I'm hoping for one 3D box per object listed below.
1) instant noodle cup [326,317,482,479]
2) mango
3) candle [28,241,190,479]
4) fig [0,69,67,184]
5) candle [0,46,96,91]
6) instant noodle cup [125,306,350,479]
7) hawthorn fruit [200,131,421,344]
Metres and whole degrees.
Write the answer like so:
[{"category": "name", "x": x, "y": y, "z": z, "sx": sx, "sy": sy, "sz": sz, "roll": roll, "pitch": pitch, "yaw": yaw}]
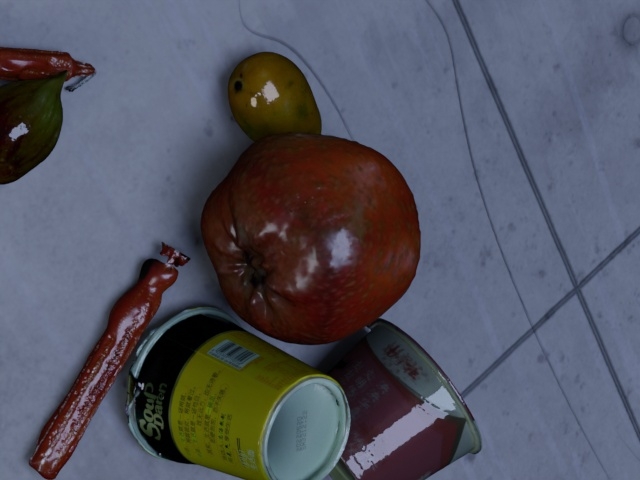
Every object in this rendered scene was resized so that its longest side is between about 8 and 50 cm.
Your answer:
[{"category": "instant noodle cup", "x": 0.082, "y": 0.249, "z": 1.876, "sx": 0.178, "sy": 0.235, "sz": 0.235, "roll": -37, "pitch": 118, "yaw": -13}, {"category": "mango", "x": -0.056, "y": -0.171, "z": 1.774, "sx": 0.111, "sy": 0.089, "sz": 0.163, "roll": -46, "pitch": 127, "yaw": -25}, {"category": "candle", "x": -0.267, "y": 0.147, "z": 1.710, "sx": 0.051, "sy": 0.048, "sz": 0.329, "roll": 29, "pitch": 79, "yaw": 7}, {"category": "fig", "x": -0.343, "y": -0.138, "z": 1.569, "sx": 0.103, "sy": 0.109, "sz": 0.155, "roll": 48, "pitch": 65, "yaw": -27}, {"category": "candle", "x": -0.333, "y": -0.200, "z": 1.599, "sx": 0.162, "sy": 0.053, "sz": 0.048, "roll": 1, "pitch": 104, "yaw": -37}, {"category": "instant noodle cup", "x": -0.095, "y": 0.208, "z": 1.711, "sx": 0.215, "sy": 0.236, "sz": 0.216, "roll": -13, "pitch": 109, "yaw": -42}, {"category": "hawthorn fruit", "x": 0.000, "y": 0.000, "z": 1.735, "sx": 0.299, "sy": 0.275, "sz": 0.275, "roll": 2, "pitch": 97, "yaw": -43}]
